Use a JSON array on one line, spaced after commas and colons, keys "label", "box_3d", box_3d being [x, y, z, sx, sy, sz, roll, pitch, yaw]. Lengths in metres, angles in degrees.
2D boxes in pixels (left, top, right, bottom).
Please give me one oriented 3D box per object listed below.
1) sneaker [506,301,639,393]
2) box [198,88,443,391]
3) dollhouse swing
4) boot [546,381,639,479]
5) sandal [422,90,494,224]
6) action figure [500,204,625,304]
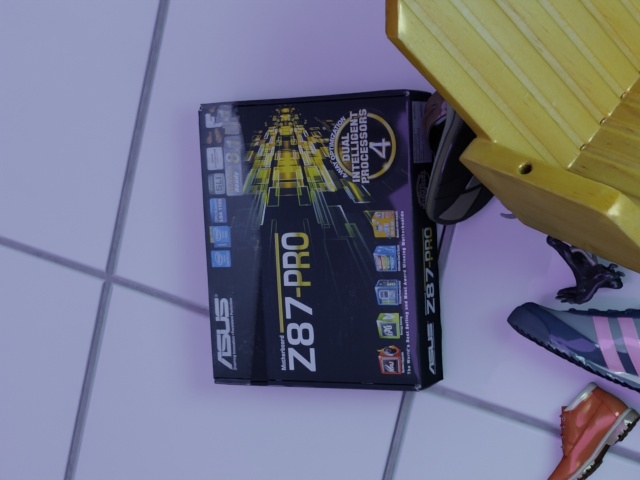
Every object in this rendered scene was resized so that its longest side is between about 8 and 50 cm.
[{"label": "sneaker", "box_3d": [0.395, 0.119, 1.731, 0.319, 0.112, 0.131, 22, 87, 16]}, {"label": "box", "box_3d": [0.000, 0.000, 1.896, 0.318, 0.097, 0.395, 0, 94, 28]}, {"label": "dollhouse swing", "box_3d": [0.297, -0.209, 1.385, 0.347, 0.305, 0.315, -50, 41, -11]}, {"label": "boot", "box_3d": [0.329, 0.257, 1.790, 0.084, 0.059, 0.158, 41, 101, 20]}, {"label": "sandal", "box_3d": [0.185, -0.170, 1.803, 0.086, 0.120, 0.303, 14, 99, 51]}, {"label": "action figure", "box_3d": [0.291, -0.061, 1.726, 0.141, 0.164, 0.276, -10, 95, 20]}]
